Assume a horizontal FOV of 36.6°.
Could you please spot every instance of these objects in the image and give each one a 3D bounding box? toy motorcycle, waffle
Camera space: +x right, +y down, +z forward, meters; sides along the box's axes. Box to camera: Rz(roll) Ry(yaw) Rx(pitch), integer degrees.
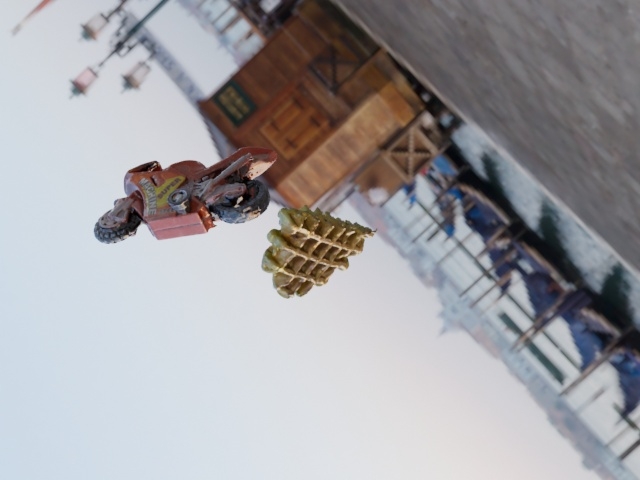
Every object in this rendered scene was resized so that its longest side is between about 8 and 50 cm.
[{"bbox_3d":[-0.218,-0.071,1.540,0.171,0.298,0.089,-81,-23,-52],"label":"toy motorcycle"},{"bbox_3d":[0.000,0.000,1.234,0.046,0.192,0.160,41,136,28],"label":"waffle"}]
